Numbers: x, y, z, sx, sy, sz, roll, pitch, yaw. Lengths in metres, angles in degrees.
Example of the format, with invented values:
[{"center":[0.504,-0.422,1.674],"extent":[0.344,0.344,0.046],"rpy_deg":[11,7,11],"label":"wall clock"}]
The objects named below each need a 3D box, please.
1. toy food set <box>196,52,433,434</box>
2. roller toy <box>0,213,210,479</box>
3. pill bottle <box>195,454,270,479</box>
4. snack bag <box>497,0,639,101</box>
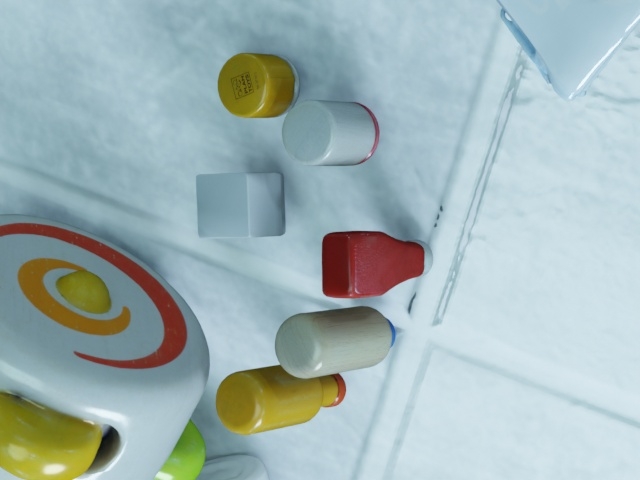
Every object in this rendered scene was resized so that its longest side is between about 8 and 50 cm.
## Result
[{"center":[0.000,0.000,1.223],"extent":[0.111,0.104,0.232],"rpy_deg":[-2,91,33],"label":"toy food set"},{"center":[-0.174,0.080,1.234],"extent":[0.191,0.209,0.146],"rpy_deg":[41,117,23],"label":"roller toy"},{"center":[-0.054,0.209,1.313],"extent":[0.067,0.067,0.120],"rpy_deg":[-8,106,21],"label":"pill bottle"},{"center":[0.120,-0.294,1.004],"extent":[0.323,0.037,0.342],"rpy_deg":[53,131,17],"label":"snack bag"}]
